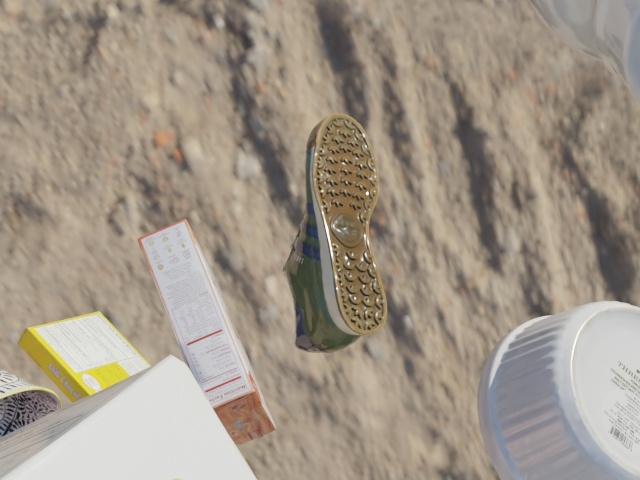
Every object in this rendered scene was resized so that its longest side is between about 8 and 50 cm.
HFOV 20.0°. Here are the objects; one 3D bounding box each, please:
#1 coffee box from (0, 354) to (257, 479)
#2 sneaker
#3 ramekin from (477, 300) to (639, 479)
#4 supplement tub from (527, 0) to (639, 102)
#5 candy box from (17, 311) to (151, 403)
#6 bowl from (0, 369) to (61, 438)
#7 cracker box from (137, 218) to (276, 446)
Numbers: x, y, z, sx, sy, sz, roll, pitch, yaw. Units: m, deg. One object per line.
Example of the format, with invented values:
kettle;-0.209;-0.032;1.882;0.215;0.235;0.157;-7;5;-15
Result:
coffee box;-0.175;0.305;0.791;0.338;0.334;0.337;-26;96;36
sneaker;0.000;0.000;1.423;0.086;0.064;0.192;-36;50;45
ramekin;0.255;0.152;1.632;0.207;0.109;0.207;15;61;-29
supplement tub;0.187;-0.254;1.083;0.235;0.235;0.325;-28;56;-2
candy box;-0.171;0.146;1.632;0.206;0.105;0.027;44;114;20
bowl;-0.310;0.160;1.529;0.170;0.170;0.080;-42;67;-9
cracker box;-0.130;0.110;2.111;0.067;0.155;0.232;-22;67;-1
